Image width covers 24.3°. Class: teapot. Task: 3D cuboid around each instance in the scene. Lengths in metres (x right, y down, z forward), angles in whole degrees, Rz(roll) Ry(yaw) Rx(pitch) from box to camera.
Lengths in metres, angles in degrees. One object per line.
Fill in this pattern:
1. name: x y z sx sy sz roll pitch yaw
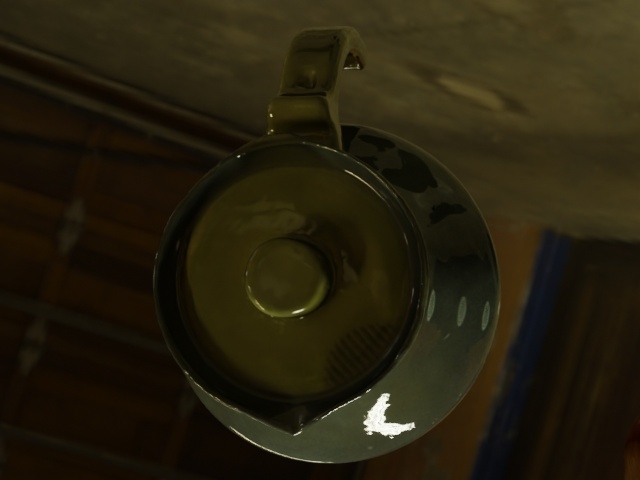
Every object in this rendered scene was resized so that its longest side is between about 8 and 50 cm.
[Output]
1. teapot: 0.000 0.000 0.550 0.130 0.165 0.119 0 174 12

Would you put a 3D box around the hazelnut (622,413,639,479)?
1. hazelnut: 0.330 0.183 1.157 0.182 0.182 0.182 17 176 1
